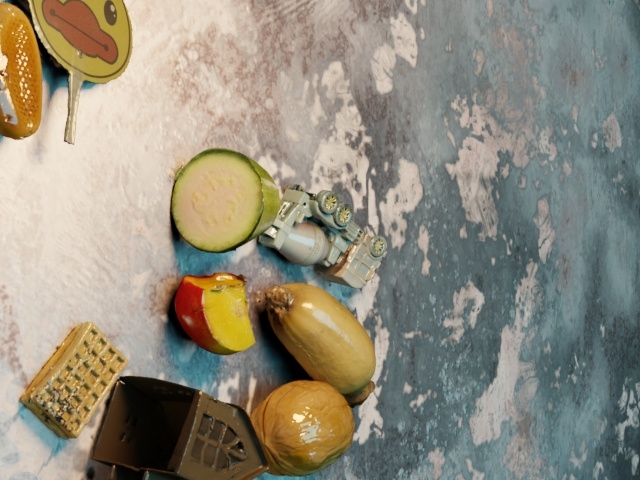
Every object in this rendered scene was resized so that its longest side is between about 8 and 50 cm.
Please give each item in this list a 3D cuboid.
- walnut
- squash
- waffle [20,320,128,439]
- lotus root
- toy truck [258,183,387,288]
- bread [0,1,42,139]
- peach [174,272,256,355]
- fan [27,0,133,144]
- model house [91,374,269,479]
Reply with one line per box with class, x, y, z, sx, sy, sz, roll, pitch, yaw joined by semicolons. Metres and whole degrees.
walnut;-0.032;0.321;1.791;0.197;0.165;0.165;-22;106;-45
squash;-0.145;-0.065;1.685;0.123;0.170;0.170;-6;94;-67
waffle;-0.352;0.201;1.504;0.102;0.042;0.148;56;50;-33
lotus root;0.011;0.176;1.865;0.131;0.146;0.303;-40;120;-4
toy truck;0.000;0.000;1.895;0.257;0.108;0.140;41;72;-40
bread;-0.426;-0.225;1.404;0.114;0.077;0.189;6;79;-71
peach;-0.169;0.118;1.673;0.151;0.118;0.151;-8;90;-89
fan;-0.346;-0.295;1.506;0.229;0.011;0.335;27;60;-58
model house;-0.190;0.340;1.565;0.243;0.211;0.204;37;63;-43
